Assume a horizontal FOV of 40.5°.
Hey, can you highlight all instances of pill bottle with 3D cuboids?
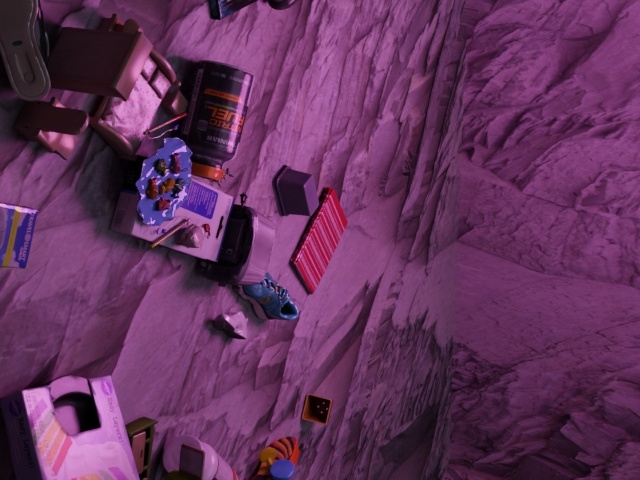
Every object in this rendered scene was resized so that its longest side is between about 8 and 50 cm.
[{"bbox_3d":[-0.230,-0.255,1.879,0.130,0.131,0.245,8,96,-64],"label":"pill bottle"},{"bbox_3d":[-0.291,0.560,2.099,0.121,0.121,0.221,-65,150,-26],"label":"pill bottle"}]

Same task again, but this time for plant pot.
[{"bbox_3d":[-0.001,0.526,2.717,0.083,0.082,0.081,27,76,-74],"label":"plant pot"}]

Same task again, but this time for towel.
[{"bbox_3d":[0.000,0.000,2.562,0.274,0.031,0.199,-64,152,-24],"label":"towel"}]

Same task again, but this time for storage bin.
[{"bbox_3d":[-0.058,-0.130,2.326,0.098,0.091,0.135,-55,146,-40],"label":"storage bin"}]

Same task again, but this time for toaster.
[{"bbox_3d":[-0.192,0.007,2.075,0.146,0.129,0.226,27,74,-67],"label":"toaster"}]

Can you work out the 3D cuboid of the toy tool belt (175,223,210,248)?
[{"bbox_3d":[-0.275,-0.011,1.860,0.083,0.051,0.052,-56,132,-59],"label":"toy tool belt"}]

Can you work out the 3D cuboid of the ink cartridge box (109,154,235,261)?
[{"bbox_3d":[-0.311,-0.062,1.877,0.333,0.065,0.165,27,76,-62],"label":"ink cartridge box"}]

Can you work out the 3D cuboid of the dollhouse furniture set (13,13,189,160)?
[{"bbox_3d":[-0.342,-0.229,1.624,0.303,0.174,0.355,-69,152,-18],"label":"dollhouse furniture set"}]

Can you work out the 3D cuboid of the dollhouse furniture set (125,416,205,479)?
[{"bbox_3d":[-0.390,0.505,1.791,0.301,0.198,0.151,-16,117,-61],"label":"dollhouse furniture set"}]

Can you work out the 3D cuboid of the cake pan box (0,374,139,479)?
[{"bbox_3d":[-0.463,0.389,1.629,0.246,0.070,0.266,7,63,-64],"label":"cake pan box"}]

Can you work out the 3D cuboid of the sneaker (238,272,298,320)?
[{"bbox_3d":[-0.133,0.127,2.256,0.107,0.110,0.275,-67,151,-22],"label":"sneaker"}]

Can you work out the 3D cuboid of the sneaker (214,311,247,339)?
[{"bbox_3d":[-0.224,0.203,2.181,0.152,0.054,0.061,53,43,-64],"label":"sneaker"}]

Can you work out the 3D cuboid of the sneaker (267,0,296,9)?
[{"bbox_3d":[-0.059,-0.683,2.094,0.267,0.101,0.106,-67,149,-23],"label":"sneaker"}]

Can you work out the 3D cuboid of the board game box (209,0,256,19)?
[{"bbox_3d":[-0.191,-0.584,1.950,0.186,0.026,0.126,-45,138,-48],"label":"board game box"}]

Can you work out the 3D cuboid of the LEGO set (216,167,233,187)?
[{"bbox_3d":[-0.241,-0.156,2.033,0.083,0.023,0.054,31,69,-49],"label":"LEGO set"}]

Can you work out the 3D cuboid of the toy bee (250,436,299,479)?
[{"bbox_3d":[-0.147,0.671,2.438,0.298,0.162,0.195,-75,161,-77],"label":"toy bee"}]

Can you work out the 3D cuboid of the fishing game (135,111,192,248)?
[{"bbox_3d":[-0.304,-0.115,1.739,0.189,0.041,0.264,-39,140,-54],"label":"fishing game"}]

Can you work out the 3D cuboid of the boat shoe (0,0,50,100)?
[{"bbox_3d":[-0.491,-0.348,1.415,0.079,0.084,0.233,-118,-159,-71],"label":"boat shoe"}]

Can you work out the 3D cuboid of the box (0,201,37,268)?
[{"bbox_3d":[-0.546,-0.012,1.452,0.178,0.042,0.108,13,89,-63],"label":"box"}]
